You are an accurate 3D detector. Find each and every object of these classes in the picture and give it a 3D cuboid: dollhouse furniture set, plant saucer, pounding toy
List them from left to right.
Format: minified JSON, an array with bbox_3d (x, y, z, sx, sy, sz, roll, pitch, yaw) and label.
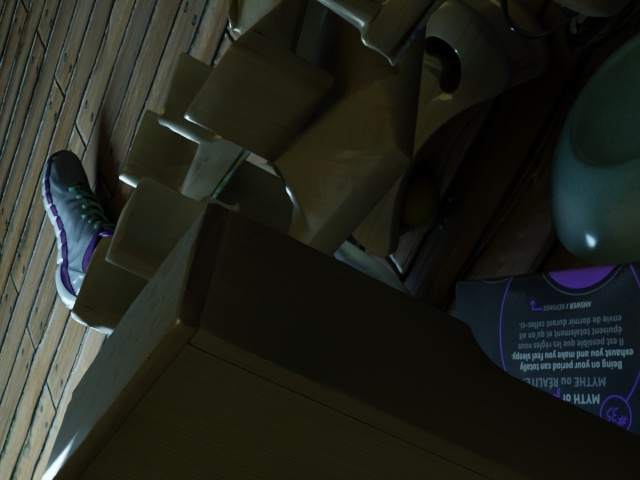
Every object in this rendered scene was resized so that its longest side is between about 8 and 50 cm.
[{"bbox_3d":[0.044,-0.010,0.659,0.362,0.257,0.394,-49,21,40],"label":"dollhouse furniture set"},{"bbox_3d":[0.098,-0.130,0.922,0.154,0.155,0.269,27,122,26],"label":"pounding toy"},{"bbox_3d":[0.199,-0.076,0.704,0.195,0.037,0.195,-39,30,29],"label":"plant saucer"}]

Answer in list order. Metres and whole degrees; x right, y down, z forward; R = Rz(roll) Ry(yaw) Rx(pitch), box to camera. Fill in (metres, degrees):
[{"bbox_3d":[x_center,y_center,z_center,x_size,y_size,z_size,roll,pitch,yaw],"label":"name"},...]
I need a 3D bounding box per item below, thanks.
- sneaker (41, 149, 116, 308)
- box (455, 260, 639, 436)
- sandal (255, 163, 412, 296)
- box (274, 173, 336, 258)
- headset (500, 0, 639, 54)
[{"bbox_3d":[-0.293,-0.024,1.547,0.098,0.083,0.223,-24,69,32],"label":"sneaker"},{"bbox_3d":[0.180,0.153,0.685,0.165,0.143,0.270,-11,76,58],"label":"box"},{"bbox_3d":[-0.002,0.009,1.071,0.265,0.076,0.102,36,127,30],"label":"sandal"},{"bbox_3d":[-0.030,0.118,0.933,0.311,0.148,0.121,63,158,16],"label":"box"},{"bbox_3d":[0.116,-0.312,0.778,0.185,0.243,0.394,-26,84,53],"label":"headset"}]
